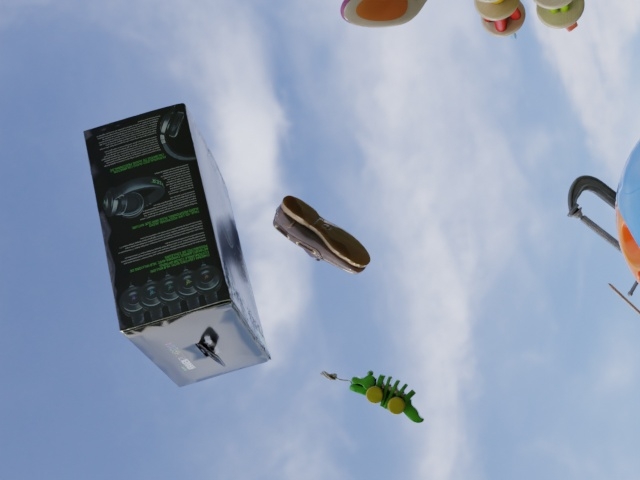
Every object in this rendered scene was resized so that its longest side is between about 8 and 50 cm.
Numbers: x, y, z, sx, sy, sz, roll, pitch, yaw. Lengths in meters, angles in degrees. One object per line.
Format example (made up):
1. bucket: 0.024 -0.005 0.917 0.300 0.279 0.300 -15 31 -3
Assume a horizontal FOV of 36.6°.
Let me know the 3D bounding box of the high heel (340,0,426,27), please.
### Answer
1. high heel: 0.112 -0.378 1.387 0.244 0.117 0.082 -31 -48 -17

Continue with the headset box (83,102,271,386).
1. headset box: -0.170 0.023 1.189 0.246 0.131 0.283 72 -178 -65

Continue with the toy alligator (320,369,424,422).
1. toy alligator: 0.092 0.241 1.603 0.051 0.190 0.056 -65 -13 2

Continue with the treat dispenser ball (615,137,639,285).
1. treat dispenser ball: 0.479 -0.033 1.081 0.288 0.288 0.288 11 -103 -53

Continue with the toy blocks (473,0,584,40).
1. toy blocks: 0.237 -0.260 1.091 0.148 0.123 0.054 31 -107 -68

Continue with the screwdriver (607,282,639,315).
1. screwdriver: 0.388 0.110 1.103 0.025 0.170 0.024 -51 -23 8

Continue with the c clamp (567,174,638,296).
1. c clamp: 0.400 -0.019 1.332 0.161 0.022 0.137 43 -126 9

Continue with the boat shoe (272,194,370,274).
1. boat shoe: 0.000 0.000 1.825 0.073 0.207 0.073 -32 -24 -52
